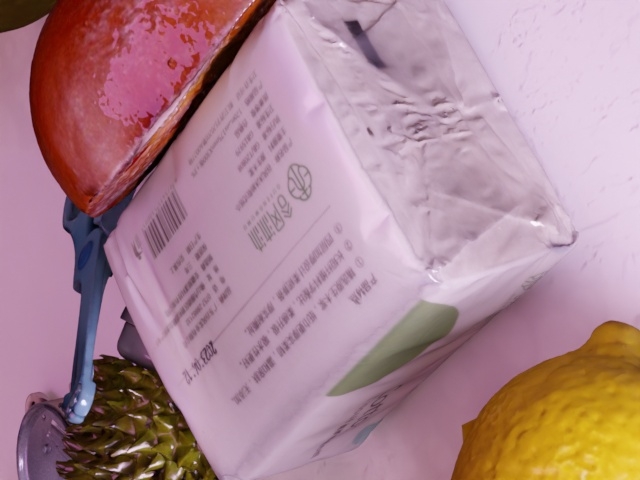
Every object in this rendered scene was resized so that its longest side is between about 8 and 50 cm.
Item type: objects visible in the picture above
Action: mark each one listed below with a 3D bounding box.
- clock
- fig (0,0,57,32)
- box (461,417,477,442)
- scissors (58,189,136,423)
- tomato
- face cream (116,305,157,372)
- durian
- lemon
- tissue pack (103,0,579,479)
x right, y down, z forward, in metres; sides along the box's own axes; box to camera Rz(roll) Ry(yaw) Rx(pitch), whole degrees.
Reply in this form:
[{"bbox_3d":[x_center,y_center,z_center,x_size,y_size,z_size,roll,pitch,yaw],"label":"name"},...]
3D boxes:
[{"bbox_3d":[-0.271,0.244,1.902,0.229,0.063,0.155,44,131,35],"label":"clock"},{"bbox_3d":[-0.372,-0.345,1.696,0.316,0.316,0.316,15,109,49],"label":"fig"},{"bbox_3d":[0.146,0.205,1.361,0.087,0.023,0.155,-31,53,47],"label":"box"},{"bbox_3d":[-0.206,0.008,1.649,0.180,0.032,0.393,-51,27,40],"label":"scissors"},{"bbox_3d":[-0.118,-0.183,1.392,0.144,0.338,0.338,43,136,-1],"label":"tomato"},{"bbox_3d":[-0.125,0.078,1.629,0.117,0.117,0.104,19,85,48],"label":"face cream"},{"bbox_3d":[-0.151,0.193,1.631,0.352,0.169,0.158,173,106,-67],"label":"durian"},{"bbox_3d":[0.195,0.187,1.174,0.228,0.228,0.253,23,112,47],"label":"lemon"},{"bbox_3d":[0.001,-0.001,1.400,0.356,0.194,0.266,-47,64,46],"label":"tissue pack"}]
